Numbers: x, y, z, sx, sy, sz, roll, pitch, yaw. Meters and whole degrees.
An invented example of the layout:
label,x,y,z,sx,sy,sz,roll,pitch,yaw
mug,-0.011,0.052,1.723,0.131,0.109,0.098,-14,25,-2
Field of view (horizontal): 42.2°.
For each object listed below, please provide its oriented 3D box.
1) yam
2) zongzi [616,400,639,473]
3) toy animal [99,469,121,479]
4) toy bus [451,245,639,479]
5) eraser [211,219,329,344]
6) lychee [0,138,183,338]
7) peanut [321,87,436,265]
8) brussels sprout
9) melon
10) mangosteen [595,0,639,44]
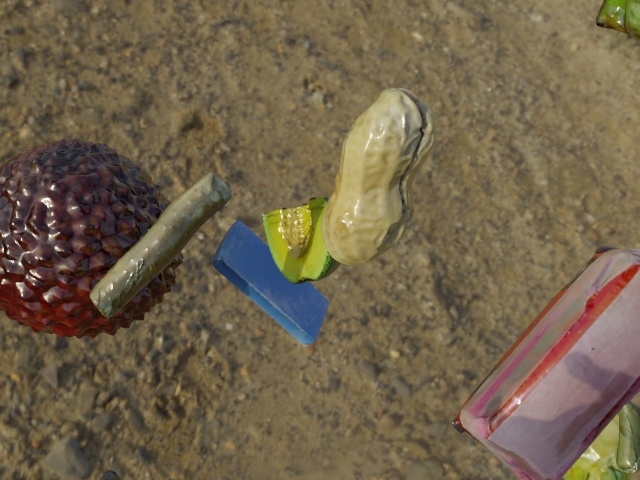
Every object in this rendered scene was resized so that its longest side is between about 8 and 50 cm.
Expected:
label,x,y,z,sx,sy,sz,roll,pitch,yaw
yam,-0.281,0.005,1.458,0.071,0.317,0.067,43,3,-42
zongzi,0.528,0.333,1.438,0.113,0.052,0.104,48,65,-4
toy animal,-0.075,0.194,0.477,0.146,0.245,0.114,24,70,-4
toy bus,0.297,0.141,0.953,0.127,0.147,0.302,43,86,1
eraser,-0.113,0.100,1.939,0.312,0.043,0.144,43,40,-19
lychee,-0.532,-0.013,1.739,0.500,0.424,0.424,30,41,-21
peanut,0.081,-0.084,1.203,0.130,0.290,0.130,10,31,-6
brussels sprout,0.517,0.404,1.601,0.161,0.223,0.223,-19,52,2
melon,0.000,0.000,1.753,0.129,0.265,0.169,-7,88,-34
mangosteen,0.397,-0.269,0.673,0.311,0.311,0.311,12,45,-12
